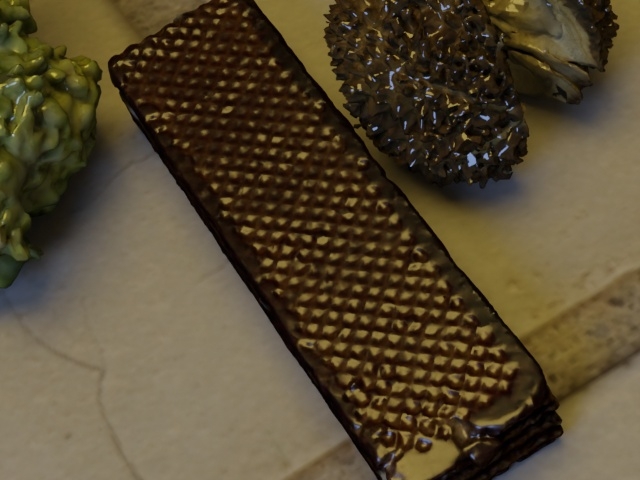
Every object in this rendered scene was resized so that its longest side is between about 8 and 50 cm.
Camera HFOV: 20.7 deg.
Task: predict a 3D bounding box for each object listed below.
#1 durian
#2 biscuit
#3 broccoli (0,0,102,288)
[{"bbox_3d":[0.082,-0.131,1.095,0.196,0.167,0.196,-8,30,5],"label":"durian"},{"bbox_3d":[0.000,0.000,1.062,0.107,0.073,0.388,-31,55,-7],"label":"biscuit"},{"bbox_3d":[-0.298,-0.117,1.072,0.293,0.281,0.348,-29,75,-21],"label":"broccoli"}]
